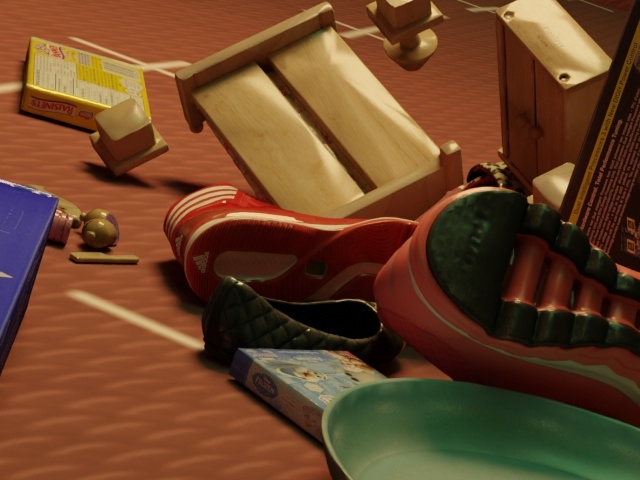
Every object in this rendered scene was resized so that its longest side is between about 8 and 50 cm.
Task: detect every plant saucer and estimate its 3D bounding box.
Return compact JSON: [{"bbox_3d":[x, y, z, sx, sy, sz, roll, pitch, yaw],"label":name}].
[{"bbox_3d":[0.146,0.156,1.016,0.318,0.043,0.317,18,15,-5],"label":"plant saucer"}]

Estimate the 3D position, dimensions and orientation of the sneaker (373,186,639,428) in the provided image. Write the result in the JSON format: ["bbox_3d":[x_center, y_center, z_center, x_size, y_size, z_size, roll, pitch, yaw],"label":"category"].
[{"bbox_3d":[0.173,0.070,1.234,0.314,0.116,0.136,29,-27,-15],"label":"sneaker"}]

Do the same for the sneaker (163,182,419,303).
[{"bbox_3d":[0.000,0.000,1.336,0.221,0.087,0.128,13,16,-26],"label":"sneaker"}]

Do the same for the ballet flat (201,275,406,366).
[{"bbox_3d":[-0.001,0.049,1.217,0.057,0.049,0.173,31,19,38],"label":"ballet flat"}]

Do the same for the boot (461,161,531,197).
[{"bbox_3d":[0.200,-0.037,1.730,0.179,0.085,0.236,11,14,-16],"label":"boot"}]

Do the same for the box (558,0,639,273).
[{"bbox_3d":[0.268,-0.005,1.308,0.216,0.270,0.060,23,17,22],"label":"box"}]

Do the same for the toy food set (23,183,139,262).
[{"bbox_3d":[-0.175,-0.018,1.316,0.122,0.019,0.078,30,18,38],"label":"toy food set"}]

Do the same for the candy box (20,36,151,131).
[{"bbox_3d":[-0.200,-0.130,1.691,0.105,0.027,0.206,13,15,-11],"label":"candy box"}]

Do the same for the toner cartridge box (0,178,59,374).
[{"bbox_3d":[-0.230,0.029,0.961,0.165,0.075,0.348,16,14,-5],"label":"toner cartridge box"}]

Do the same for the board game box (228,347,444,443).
[{"bbox_3d":[0.009,0.089,1.142,0.090,0.020,0.090,4,21,-45],"label":"board game box"}]

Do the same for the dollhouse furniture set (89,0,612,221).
[{"bbox_3d":[0.057,-0.021,1.504,0.355,0.174,0.303,-26,51,-13],"label":"dollhouse furniture set"}]
